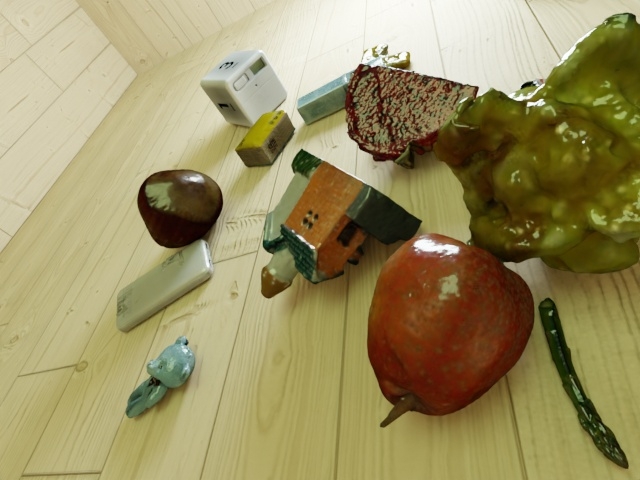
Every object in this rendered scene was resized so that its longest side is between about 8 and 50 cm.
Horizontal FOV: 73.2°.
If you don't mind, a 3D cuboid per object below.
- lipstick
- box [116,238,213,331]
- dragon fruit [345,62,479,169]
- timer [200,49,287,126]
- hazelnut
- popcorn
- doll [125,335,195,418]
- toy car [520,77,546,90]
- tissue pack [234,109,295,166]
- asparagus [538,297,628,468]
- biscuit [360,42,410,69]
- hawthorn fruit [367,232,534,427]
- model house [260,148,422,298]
[{"bbox_3d":[0.064,-0.445,1.292,0.290,0.076,0.077,-20,43,19],"label":"lipstick"},{"bbox_3d":[-0.404,0.111,1.107,0.285,0.044,0.142,-32,42,4],"label":"box"},{"bbox_3d":[0.189,-0.257,0.981,0.317,0.152,0.205,31,90,34],"label":"dragon fruit"},{"bbox_3d":[-0.271,-0.539,1.531,0.195,0.194,0.192,22,66,46],"label":"timer"},{"bbox_3d":[-0.378,-0.090,1.176,0.230,0.229,0.229,-20,42,19],"label":"hazelnut"},{"bbox_3d":[0.346,-0.114,0.582,0.321,0.325,0.290,16,20,31],"label":"popcorn"},{"bbox_3d":[-0.332,0.274,0.867,0.180,0.075,0.120,-36,36,-1],"label":"doll"},{"bbox_3d":[0.434,-0.223,0.798,0.108,0.089,0.209,-8,49,30],"label":"toy car"},{"bbox_3d":[-0.170,-0.314,1.326,0.120,0.082,0.169,4,54,40],"label":"tissue pack"},{"bbox_3d":[0.318,0.164,0.546,0.034,0.027,0.236,-28,38,27],"label":"asparagus"},{"bbox_3d":[0.199,-0.569,1.347,0.174,0.039,0.183,-13,46,27],"label":"biscuit"},{"bbox_3d":[0.148,0.127,0.572,0.210,0.210,0.262,22,74,46],"label":"hawthorn fruit"},{"bbox_3d":[0.000,0.000,0.856,0.301,0.190,0.271,-54,44,3],"label":"model house"}]
